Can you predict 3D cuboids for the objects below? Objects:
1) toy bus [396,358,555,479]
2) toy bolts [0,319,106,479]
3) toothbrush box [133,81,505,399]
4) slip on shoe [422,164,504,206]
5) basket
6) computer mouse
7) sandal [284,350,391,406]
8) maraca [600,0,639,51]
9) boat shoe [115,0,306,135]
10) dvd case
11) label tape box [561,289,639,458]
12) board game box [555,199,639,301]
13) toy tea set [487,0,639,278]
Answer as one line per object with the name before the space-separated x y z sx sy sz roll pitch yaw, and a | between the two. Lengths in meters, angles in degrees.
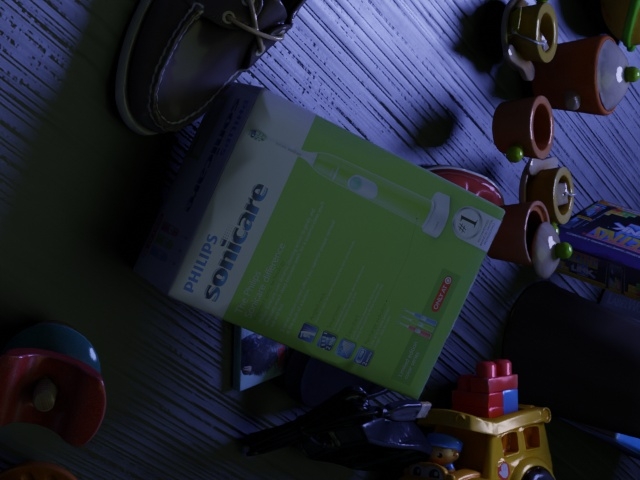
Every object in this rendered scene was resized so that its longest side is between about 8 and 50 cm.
toy bus | 0.183 0.254 1.832 0.220 0.149 0.211 -8 97 -44
toy bolts | -0.281 0.168 1.304 0.218 0.158 0.228 21 101 -11
toothbrush box | 0.000 0.000 1.435 0.283 0.122 0.206 24 90 -26
slip on shoe | 0.107 -0.018 1.658 0.331 0.101 0.123 -3 105 -50
basket | 0.373 0.170 1.935 0.154 0.227 0.204 -46 135 -27
computer mouse | 0.057 0.196 1.650 0.262 0.184 0.060 15 57 -47
sandal | 0.058 0.142 1.689 0.254 0.054 0.097 -15 118 -51
maraca | 0.404 -0.300 1.892 0.186 0.099 0.127 22 90 -76
boat shoe | -0.067 -0.228 1.377 0.324 0.097 0.116 -56 138 -17
dvd case | -0.046 0.103 1.598 0.119 0.013 0.087 -18 118 -46
label tape box | 0.493 0.137 2.151 0.249 0.115 0.347 30 80 -49
board game box | 0.391 0.012 1.937 0.141 0.170 0.048 -27 125 -41
toy tea set | 0.285 -0.116 1.743 0.200 0.124 0.336 22 73 -58
